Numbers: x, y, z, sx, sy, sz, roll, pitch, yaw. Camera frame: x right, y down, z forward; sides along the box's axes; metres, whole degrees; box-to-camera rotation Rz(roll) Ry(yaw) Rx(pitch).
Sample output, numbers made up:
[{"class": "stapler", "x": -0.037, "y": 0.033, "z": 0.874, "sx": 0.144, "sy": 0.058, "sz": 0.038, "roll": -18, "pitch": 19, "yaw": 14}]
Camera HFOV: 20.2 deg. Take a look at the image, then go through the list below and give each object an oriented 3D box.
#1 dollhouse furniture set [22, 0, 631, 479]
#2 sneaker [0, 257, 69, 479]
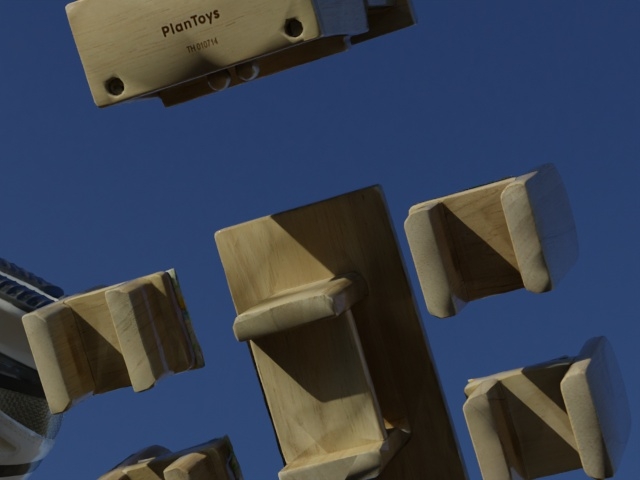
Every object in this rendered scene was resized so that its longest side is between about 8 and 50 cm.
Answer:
[{"class": "dollhouse furniture set", "x": 0.000, "y": 0.000, "z": 0.766, "sx": 0.212, "sy": 0.161, "sz": 0.242, "roll": -16, "pitch": -86, "yaw": 16}, {"class": "sneaker", "x": -0.396, "y": 0.071, "z": 1.236, "sx": 0.447, "sy": 0.257, "sz": 0.169, "roll": 28, "pitch": 2, "yaw": -4}]
